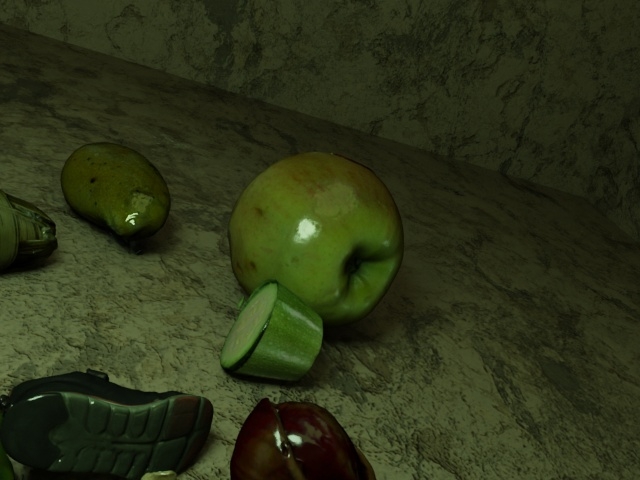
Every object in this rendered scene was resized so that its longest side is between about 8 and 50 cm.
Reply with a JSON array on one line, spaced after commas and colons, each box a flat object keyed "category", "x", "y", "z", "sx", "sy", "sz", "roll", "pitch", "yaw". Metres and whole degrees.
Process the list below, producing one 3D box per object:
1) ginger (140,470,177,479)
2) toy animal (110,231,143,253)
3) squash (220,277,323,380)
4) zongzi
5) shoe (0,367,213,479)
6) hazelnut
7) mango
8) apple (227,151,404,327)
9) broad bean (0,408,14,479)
[{"category": "ginger", "x": -0.102, "y": 0.362, "z": 0.847, "sx": 0.089, "sy": 0.075, "sz": 0.288, "roll": -29, "pitch": 53, "yaw": -34}, {"category": "toy animal", "x": -0.376, "y": 0.001, "z": 1.533, "sx": 0.084, "sy": 0.028, "sz": 0.050, "roll": 31, "pitch": 32, "yaw": 23}, {"category": "squash", "x": -0.078, "y": 0.154, "z": 1.268, "sx": 0.122, "sy": 0.170, "sz": 0.170, "roll": 26, "pitch": 18, "yaw": -22}, {"category": "zongzi", "x": -0.584, "y": -0.089, "z": 1.260, "sx": 0.134, "sy": 0.289, "sz": 0.286, "roll": -19, "pitch": -7, "yaw": 32}, {"category": "shoe", "x": -0.274, "y": 0.231, "z": 0.979, "sx": 0.290, "sy": 0.114, "sz": 0.137, "roll": 16, "pitch": -2, "yaw": -40}, {"category": "hazelnut", "x": -0.018, "y": 0.283, "z": 0.979, "sx": 0.201, "sy": 0.160, "sz": 0.170, "roll": 5, "pitch": 52, "yaw": -43}, {"category": "mango", "x": -0.407, "y": -0.104, "z": 1.556, "sx": 0.329, "sy": 0.177, "sz": 0.176, "roll": 21, "pitch": -21, "yaw": 46}, {"category": "apple", "x": 0.000, "y": 0.000, "z": 1.445, "sx": 0.338, "sy": 0.339, "sz": 0.305, "roll": 8, "pitch": 16, "yaw": -28}, {"category": "broad bean", "x": -0.364, "y": 0.276, "z": 0.860, "sx": 0.060, "sy": 0.043, "sz": 0.297, "roll": 17, "pitch": 18, "yaw": -37}]
